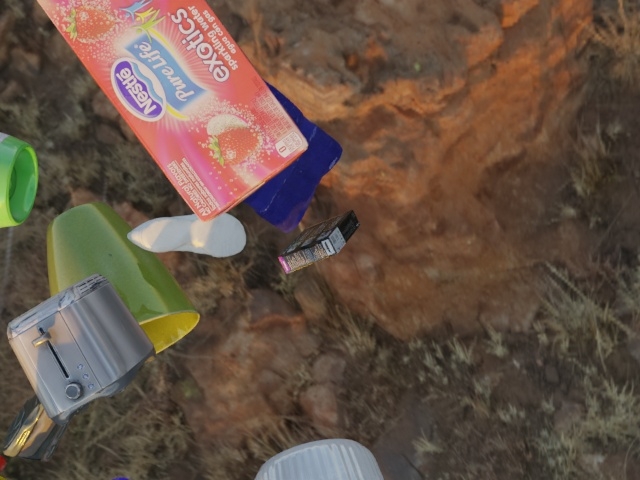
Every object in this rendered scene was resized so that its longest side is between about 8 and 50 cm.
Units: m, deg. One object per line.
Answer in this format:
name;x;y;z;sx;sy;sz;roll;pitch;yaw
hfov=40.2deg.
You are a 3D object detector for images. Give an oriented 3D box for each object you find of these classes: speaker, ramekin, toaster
speaker;-0.528;-0.093;1.129;0.296;0.131;0.131;8;67;1
ramekin;0.000;0.372;1.266;0.207;0.207;0.109;-20;56;7
toaster;-0.311;0.134;1.159;0.129;0.227;0.146;-29;94;8

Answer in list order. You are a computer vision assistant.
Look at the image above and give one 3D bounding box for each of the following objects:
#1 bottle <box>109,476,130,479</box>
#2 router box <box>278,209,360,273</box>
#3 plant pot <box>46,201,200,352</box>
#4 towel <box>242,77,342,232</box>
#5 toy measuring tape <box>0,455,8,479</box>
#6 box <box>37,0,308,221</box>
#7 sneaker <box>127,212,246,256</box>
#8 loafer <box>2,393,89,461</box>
bottle;-0.392;0.474;1.323;0.283;0.118;0.092;-38;90;9
router box;0.000;0.000;1.928;0.133;0.179;0.046;-21;103;26
plant pot;-0.427;0.082;1.740;0.275;0.275;0.293;-29;76;2
towel;-0.107;-0.174;1.791;0.076;0.308;0.228;28;85;42
toy measuring tape;-0.529;0.333;1.256;0.330;0.121;0.121;-3;58;55
box;-0.134;-0.152;0.814;0.122;0.128;0.257;-36;95;-3
sneaker;-0.233;-0.012;1.527;0.094;0.212;0.080;-1;86;50
loafer;-0.412;0.258;1.404;0.267;0.084;0.096;-48;27;24
